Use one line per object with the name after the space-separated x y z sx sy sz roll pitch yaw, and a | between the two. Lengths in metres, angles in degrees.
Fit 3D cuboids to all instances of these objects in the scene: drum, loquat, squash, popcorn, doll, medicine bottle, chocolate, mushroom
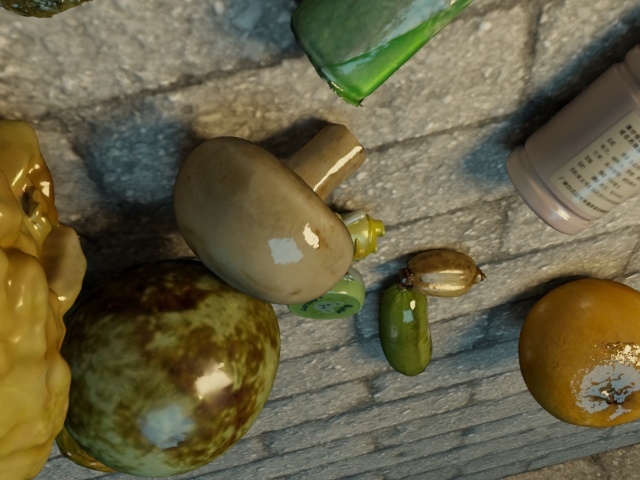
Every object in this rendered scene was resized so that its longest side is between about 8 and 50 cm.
-0.061 0.067 0.939 0.253 0.049 0.130 5 153 -10 | drum
0.476 0.193 1.144 0.262 0.263 0.263 -10 145 -7 | loquat
0.149 0.175 1.136 0.094 0.095 0.341 -15 146 1 | squash
-0.393 0.068 0.557 0.344 0.390 0.354 2 171 4 | popcorn
0.000 0.000 0.858 0.162 0.062 0.106 -5 146 -14 | doll
0.346 -0.127 0.753 0.133 0.133 0.250 14 135 -35 | medicine bottle
0.108 -0.241 0.537 0.291 0.110 0.110 -37 140 24 | chocolate
-0.039 -0.044 0.705 0.215 0.207 0.207 -46 147 -12 | mushroom

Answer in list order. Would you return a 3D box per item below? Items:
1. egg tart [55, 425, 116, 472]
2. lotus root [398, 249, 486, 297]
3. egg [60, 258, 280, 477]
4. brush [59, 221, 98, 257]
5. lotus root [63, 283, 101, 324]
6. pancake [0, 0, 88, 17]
-0.286 0.271 1.053 0.339 0.153 0.351 8 145 -36 | egg tart
0.186 0.049 0.997 0.151 0.063 0.072 4 100 -18 | lotus root
-0.165 0.134 0.771 0.289 0.238 0.238 -39 171 -50 | egg
-0.412 0.042 0.807 0.272 0.013 0.103 -23 144 13 | brush
-0.265 0.105 0.889 0.179 0.081 0.089 13 134 -36 | lotus root
-0.224 -0.218 0.512 0.108 0.017 0.108 -8 143 -6 | pancake
